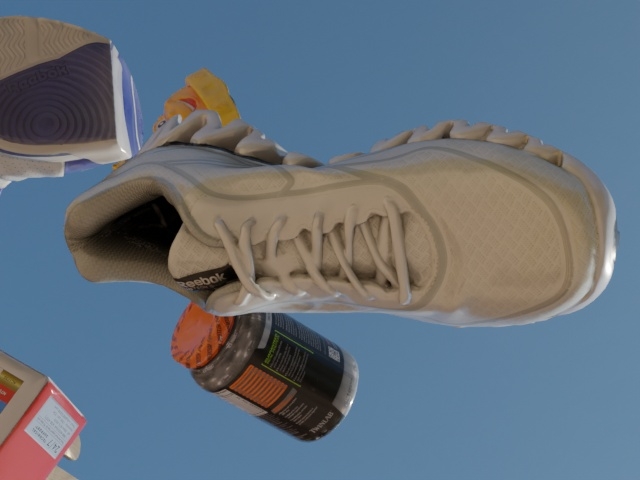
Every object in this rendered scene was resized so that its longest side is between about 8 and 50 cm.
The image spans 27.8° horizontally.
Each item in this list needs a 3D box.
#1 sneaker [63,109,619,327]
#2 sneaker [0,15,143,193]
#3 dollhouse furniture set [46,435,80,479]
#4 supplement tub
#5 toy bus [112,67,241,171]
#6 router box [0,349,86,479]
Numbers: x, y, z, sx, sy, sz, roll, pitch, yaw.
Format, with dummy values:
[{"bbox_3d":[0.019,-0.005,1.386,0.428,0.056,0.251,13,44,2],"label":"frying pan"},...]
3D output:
[{"bbox_3d":[0.000,0.000,0.642,0.292,0.118,0.110,4,-71,33],"label":"sneaker"},{"bbox_3d":[-0.298,-0.091,1.130,0.316,0.182,0.127,-5,-109,10],"label":"sneaker"},{"bbox_3d":[-0.351,0.235,1.418,0.151,0.123,0.144,-3,-116,14],"label":"dollhouse furniture set"},{"bbox_3d":[-0.061,0.133,1.411,0.190,0.117,0.117,34,-49,-28],"label":"supplement tub"},{"bbox_3d":[-0.159,-0.051,1.432,0.149,0.211,0.220,-124,-166,-51],"label":"toy bus"},{"bbox_3d":[-0.396,0.165,0.949,0.335,0.301,0.082,26,-21,24],"label":"router box"}]
